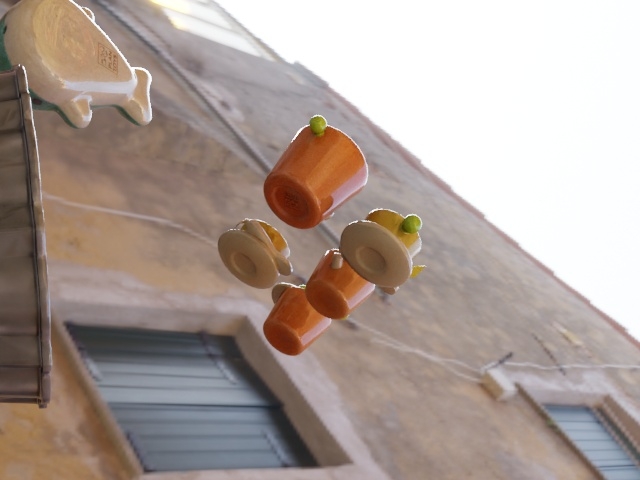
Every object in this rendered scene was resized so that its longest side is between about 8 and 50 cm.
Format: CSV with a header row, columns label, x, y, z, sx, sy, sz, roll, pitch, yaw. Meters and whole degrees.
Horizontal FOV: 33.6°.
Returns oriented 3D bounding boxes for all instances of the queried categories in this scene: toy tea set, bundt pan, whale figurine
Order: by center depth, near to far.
label,x,y,z,sx,sy,sz,roll,pitch,yaw
bundt pan,-0.331,0.000,0.994,0.331,0.124,0.331,176,-90,-71
toy tea set,0.000,0.000,1.235,0.200,0.124,0.336,42,-37,-1
whale figurine,-0.381,-0.256,1.622,0.141,0.272,0.216,-23,-120,32
